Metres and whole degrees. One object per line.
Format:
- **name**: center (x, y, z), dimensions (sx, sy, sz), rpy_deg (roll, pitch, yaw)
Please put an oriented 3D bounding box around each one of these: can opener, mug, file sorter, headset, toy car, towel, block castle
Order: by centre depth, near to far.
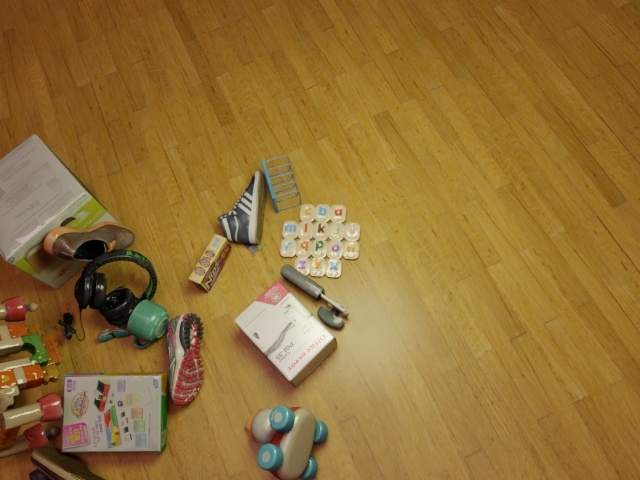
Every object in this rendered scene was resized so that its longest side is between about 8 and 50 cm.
- **toy car**: center (-0.143, 0.603, 1.705), dimensions (0.238, 0.219, 0.210), rpy_deg (1, 64, 39)
- **block castle**: center (-0.977, 0.430, 1.792), dimensions (0.213, 0.303, 0.453), rpy_deg (-8, 55, -45)
- **can opener**: center (-0.029, 0.194, 1.899), dimensions (0.283, 0.076, 0.095), rpy_deg (32, 78, 15)
- **mug**: center (-0.581, 0.289, 1.908), dimensions (0.097, 0.158, 0.129), rpy_deg (22, 47, 10)
- **headset**: center (-0.747, 0.187, 1.923), dimensions (0.394, 0.243, 0.185), rpy_deg (-46, 39, 3)
- **towel**: center (-0.247, 0.009, 2.043), dimensions (0.060, 0.009, 0.083), rpy_deg (-41, 69, -10)
- **file sorter**: center (-0.145, -0.213, 2.070), dimensions (0.104, 0.118, 0.170), rpy_deg (-16, 66, -5)

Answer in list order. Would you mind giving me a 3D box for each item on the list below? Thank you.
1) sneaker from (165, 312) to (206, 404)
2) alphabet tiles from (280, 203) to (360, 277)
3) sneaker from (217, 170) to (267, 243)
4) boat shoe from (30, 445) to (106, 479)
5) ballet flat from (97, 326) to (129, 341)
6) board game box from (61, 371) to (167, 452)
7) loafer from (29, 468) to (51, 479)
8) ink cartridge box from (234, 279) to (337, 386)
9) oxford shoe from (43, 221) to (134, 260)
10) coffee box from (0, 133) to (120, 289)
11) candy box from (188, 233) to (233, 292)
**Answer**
- **sneaker**: center (-0.460, 0.396, 1.856), dimensions (0.112, 0.121, 0.299), rpy_deg (-15, 62, 29)
- **alphabet tiles**: center (0.000, 0.000, 2.012), dimensions (0.284, 0.021, 0.278), rpy_deg (2, 70, 7)
- **sneaker**: center (-0.286, -0.124, 2.044), dimensions (0.153, 0.099, 0.282), rpy_deg (-1, 72, 14)
- **boat shoe**: center (-0.764, 0.766, 1.716), dimensions (0.342, 0.123, 0.123), rpy_deg (31, 84, 4)
- **ballet flat**: center (-0.723, 0.322, 1.949), dimensions (0.114, 0.041, 0.041), rpy_deg (-14, 66, 0)
- **board game box**: center (-0.655, 0.546, 1.778), dimensions (0.316, 0.064, 0.242), rpy_deg (0, 85, 1)
- **loafer**: center (-0.854, 0.787, 1.752), dimensions (0.061, 0.062, 0.170), rpy_deg (-34, 69, -13)
- **ink cartridge box**: center (-0.111, 0.306, 1.841), dimensions (0.207, 0.117, 0.283), rpy_deg (-43, 69, -12)
- **oxford shoe**: center (-0.763, 0.020, 1.928), dimensions (0.132, 0.363, 0.130), rpy_deg (25, 107, 20)
- **coffee box**: center (-0.982, -0.092, 1.993), dimensions (0.337, 0.334, 0.338), rpy_deg (-44, 71, -13)
- **candy box**: center (-0.386, 0.082, 1.974), dimensions (0.053, 0.109, 0.187), rpy_deg (21, 70, 14)
